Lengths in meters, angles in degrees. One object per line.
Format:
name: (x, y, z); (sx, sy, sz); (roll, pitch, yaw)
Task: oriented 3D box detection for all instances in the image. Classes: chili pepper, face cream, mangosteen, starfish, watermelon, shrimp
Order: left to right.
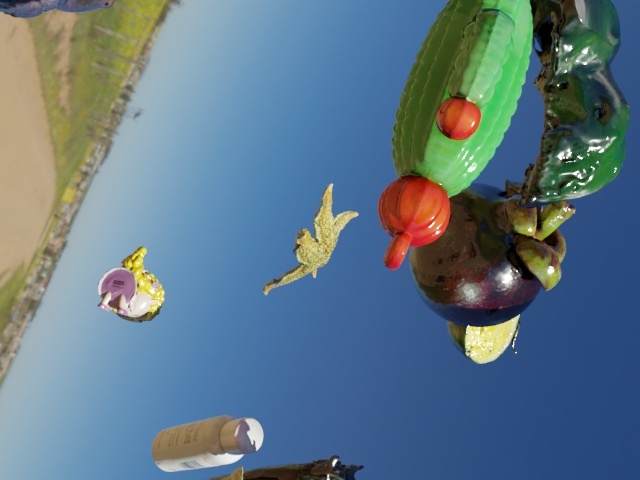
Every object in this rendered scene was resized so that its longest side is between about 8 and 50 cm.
face cream: (-0.195, 0.346, 1.129); (0.269, 0.082, 0.082); (-26, -137, 45)
shrimp: (-0.070, 0.355, 0.922); (0.178, 0.289, 0.075); (73, 7, -72)
starfish: (0.000, 0.000, 0.955); (0.176, 0.053, 0.208); (-45, 168, -34)
watermelon: (0.385, 0.186, 1.598); (0.127, 0.232, 0.204); (14, -76, 48)
mangosteen: (0.338, 0.029, 1.363); (0.330, 0.330, 0.330); (-52, -156, 34)
chili pepper: (0.255, -0.175, 0.665); (0.116, 0.148, 0.265); (-14, -94, 56)

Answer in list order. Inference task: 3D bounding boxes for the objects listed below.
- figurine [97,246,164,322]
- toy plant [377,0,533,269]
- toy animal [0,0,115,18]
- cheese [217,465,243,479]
figurine: (-0.297, 0.076, 1.076); (0.156, 0.094, 0.115); (68, 45, -70)
toy plant: (0.103, -0.103, 0.501); (0.155, 0.088, 0.240); (112, 3, -49)
toy animal: (-0.376, -0.355, 0.817); (0.185, 0.298, 0.122); (-16, -92, 44)
cheese: (-0.099, 0.265, 0.653); (0.084, 0.041, 0.060); (-33, -119, 9)
